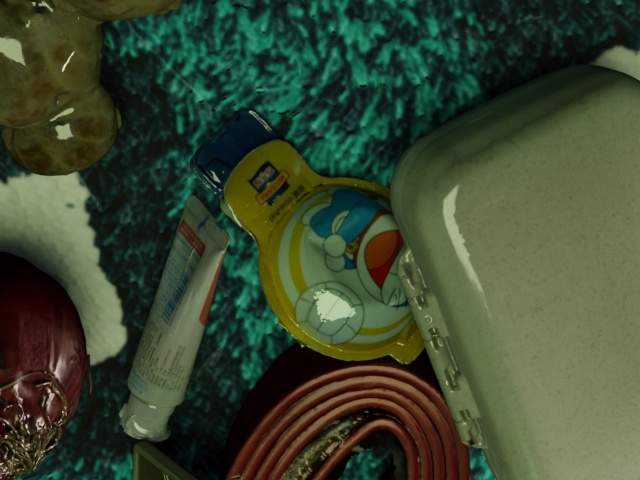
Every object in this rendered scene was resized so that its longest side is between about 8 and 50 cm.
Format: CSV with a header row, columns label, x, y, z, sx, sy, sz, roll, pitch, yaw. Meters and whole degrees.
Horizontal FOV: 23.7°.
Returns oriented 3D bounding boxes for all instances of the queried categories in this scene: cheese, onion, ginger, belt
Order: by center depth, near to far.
label,x,y,z,sx,sy,sz,roll,pitch,yaw
ginger,-0.234,-0.201,1.280,0.245,0.155,0.304,20,117,-15
onion,-0.334,0.138,1.339,0.281,0.280,0.221,-3,144,1
cheese,0.000,0.000,1.367,0.270,0.069,0.177,44,64,-2
belt,0.017,0.239,1.455,0.227,0.115,0.323,23,109,-6

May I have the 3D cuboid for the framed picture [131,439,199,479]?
label,x,y,z,sx,sy,sz,roll,pitch,yaw
framed picture,-0.116,0.335,1.449,0.192,0.018,0.265,31,132,33

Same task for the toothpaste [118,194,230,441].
label,x,y,z,sx,sy,sz,roll,pitch,yaw
toothpaste,-0.136,0.078,1.417,0.057,0.089,0.234,2,118,-33

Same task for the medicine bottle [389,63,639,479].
label,x,y,z,sx,sy,sz,roll,pitch,yaw
medicine bottle,0.224,0.046,1.352,0.282,0.123,0.375,-28,109,-15
